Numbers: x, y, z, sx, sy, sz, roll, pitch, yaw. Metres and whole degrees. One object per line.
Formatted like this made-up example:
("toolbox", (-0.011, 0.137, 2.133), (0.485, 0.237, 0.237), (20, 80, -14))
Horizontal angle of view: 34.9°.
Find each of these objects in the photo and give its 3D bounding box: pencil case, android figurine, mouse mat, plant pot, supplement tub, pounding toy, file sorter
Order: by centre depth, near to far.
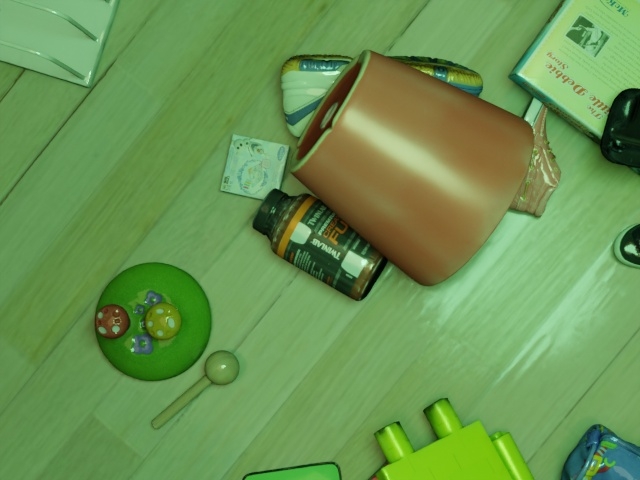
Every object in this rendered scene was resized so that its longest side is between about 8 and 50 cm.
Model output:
("plant pot", (0.108, -0.111, 1.369), (0.243, 0.275, 0.274), (31, 91, -12))
("pencil case", (0.488, 0.355, 1.394), (0.306, 0.119, 0.133), (21, 118, 8))
("android figurine", (0.190, 0.365, 1.420), (0.248, 0.056, 0.272), (-24, 74, -20))
("supplement tub", (0.000, 0.000, 1.493), (0.198, 0.106, 0.106), (29, 90, 8))
("pounding toy", (-0.249, 0.144, 1.514), (0.183, 0.110, 0.236), (-34, 82, 4))
("mouse mat", (-0.032, 0.432, 1.517), (0.153, 0.007, 0.189), (-9, 84, 7))
("file sorter", (-0.421, -0.406, 1.544), (0.193, 0.173, 0.277), (18, 88, 8))

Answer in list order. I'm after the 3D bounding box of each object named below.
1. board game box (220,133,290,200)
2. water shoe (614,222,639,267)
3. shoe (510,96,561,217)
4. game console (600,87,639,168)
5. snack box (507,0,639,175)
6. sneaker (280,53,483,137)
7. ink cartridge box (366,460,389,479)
("board game box", (-0.099, -0.110, 1.556), (0.090, 0.020, 0.090), (13, 88, 9))
("water shoe", (0.522, 0.002, 1.435), (0.203, 0.080, 0.072), (-1, 85, 8))
("shoe", (0.318, -0.125, 1.484), (0.081, 0.063, 0.177), (20, 92, 4))
("game console", (0.562, -0.141, 1.396), (0.362, 0.044, 0.213), (10, 95, -12))
("snack box", (0.450, -0.214, 1.436), (0.322, 0.060, 0.187), (36, 91, -5))
("sneaker", (0.090, -0.206, 1.510), (0.297, 0.112, 0.130), (3, 107, 7))
("ink cartridge box", (0.120, 0.393, 1.474), (0.099, 0.056, 0.135), (-45, 81, 2))
